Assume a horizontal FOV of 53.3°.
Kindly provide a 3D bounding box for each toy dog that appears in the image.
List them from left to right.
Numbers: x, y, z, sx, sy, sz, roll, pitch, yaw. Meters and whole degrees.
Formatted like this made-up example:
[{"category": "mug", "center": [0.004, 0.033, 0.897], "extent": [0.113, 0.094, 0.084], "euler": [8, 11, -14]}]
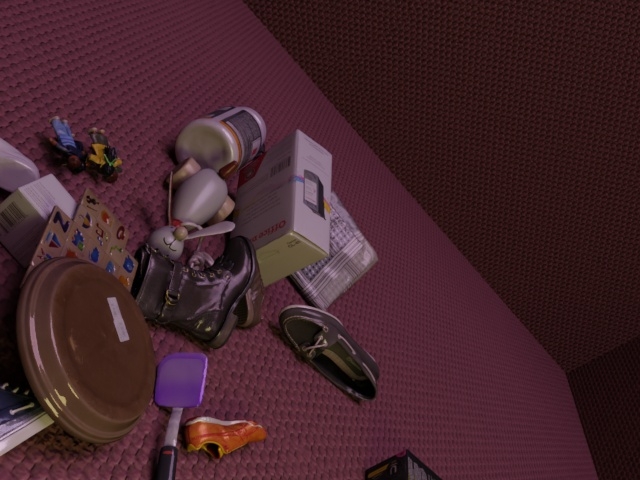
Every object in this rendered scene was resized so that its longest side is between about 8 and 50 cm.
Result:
[{"category": "toy dog", "center": [-0.254, -0.077, 1.368], "extent": [0.220, 0.161, 0.333], "euler": [35, 30, -36]}]

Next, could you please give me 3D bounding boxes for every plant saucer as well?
[{"category": "plant saucer", "center": [-0.320, 0.149, 0.916], "extent": [0.278, 0.041, 0.277], "euler": [-21, 90, -77]}]

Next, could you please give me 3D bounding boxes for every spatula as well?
[{"category": "spatula", "center": [-0.235, 0.309, 1.008], "extent": [0.084, 0.030, 0.296], "euler": [3, 45, -4]}]

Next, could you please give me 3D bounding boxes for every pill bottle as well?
[{"category": "pill bottle", "center": [-0.243, -0.254, 1.629], "extent": [0.162, 0.162, 0.278], "euler": [50, 24, -7]}]

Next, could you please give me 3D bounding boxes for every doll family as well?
[{"category": "doll family", "center": [-0.454, -0.168, 1.243], "extent": [0.193, 0.076, 0.111], "euler": [5, 56, -53]}]

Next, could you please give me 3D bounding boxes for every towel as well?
[{"category": "towel", "center": [0.000, 0.000, 1.742], "extent": [0.312, 0.056, 0.324], "euler": [53, 44, -3]}]

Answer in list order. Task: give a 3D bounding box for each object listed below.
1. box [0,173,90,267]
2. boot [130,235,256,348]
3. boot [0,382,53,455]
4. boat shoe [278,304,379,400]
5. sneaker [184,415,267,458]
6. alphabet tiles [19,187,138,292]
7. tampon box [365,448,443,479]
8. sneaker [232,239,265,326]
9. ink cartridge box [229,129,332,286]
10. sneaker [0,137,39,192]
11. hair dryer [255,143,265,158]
[{"category": "box", "center": [-0.450, -0.032, 1.018], "extent": [0.102, 0.101, 0.087], "euler": [52, 23, -10]}, {"category": "boot", "center": [-0.245, 0.064, 1.208], "extent": [0.229, 0.091, 0.262], "euler": [35, 55, -37]}, {"category": "boot", "center": [-0.391, 0.213, 0.831], "extent": [0.086, 0.069, 0.190], "euler": [60, 24, 0]}, {"category": "boat shoe", "center": [0.032, 0.266, 1.493], "extent": [0.335, 0.112, 0.095], "euler": [42, 21, -32]}, {"category": "sneaker", "center": [-0.165, 0.343, 1.104], "extent": [0.175, 0.064, 0.067], "euler": [17, 57, -43]}, {"category": "alphabet tiles", "center": [-0.364, 0.037, 1.006], "extent": [0.198, 0.009, 0.237], "euler": [58, 25, -43]}, {"category": "tampon box", "center": [0.191, 0.554, 1.377], "extent": [0.161, 0.120, 0.101], "euler": [45, 25, -19]}, {"category": "sneaker", "center": [-0.157, 0.093, 1.385], "extent": [0.071, 0.066, 0.188], "euler": [13, 76, -59]}, {"category": "ink cartridge box", "center": [-0.093, -0.075, 1.510], "extent": [0.131, 0.226, 0.306], "euler": [32, 46, -36]}, {"category": "sneaker", "center": [-0.561, -0.155, 1.041], "extent": [0.212, 0.080, 0.094], "euler": [39, 9, -28]}, {"category": "hair dryer", "center": [-0.098, -0.161, 1.872], "extent": [0.224, 0.080, 0.293], "euler": [35, 31, -39]}]
